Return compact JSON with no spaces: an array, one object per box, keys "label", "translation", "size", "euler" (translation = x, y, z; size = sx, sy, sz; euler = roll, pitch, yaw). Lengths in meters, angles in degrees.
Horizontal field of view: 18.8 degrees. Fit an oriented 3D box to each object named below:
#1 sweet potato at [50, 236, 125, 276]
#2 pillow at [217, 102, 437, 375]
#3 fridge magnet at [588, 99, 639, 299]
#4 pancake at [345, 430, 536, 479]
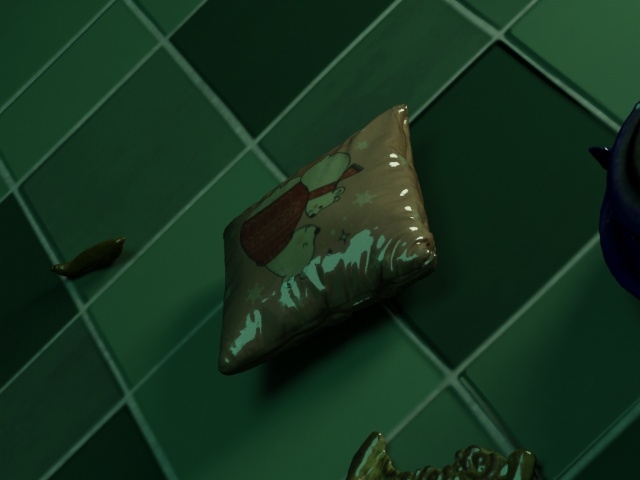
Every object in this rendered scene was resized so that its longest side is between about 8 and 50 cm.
[{"label":"sweet potato","translation":[-0.243,0.019,2.063],"size":[0.115,0.026,0.026],"euler":[-24,39,37]},{"label":"pillow","translation":[0.000,0.000,1.766],"size":[0.236,0.084,0.223],"euler":[-31,35,17]},{"label":"fridge magnet","translation":[0.321,-0.059,1.455],"size":[0.265,0.112,0.265],"euler":[-30,37,26]},{"label":"pancake","translation":[0.088,0.198,1.524],"size":[0.190,0.020,0.184],"euler":[-31,36,22]}]
